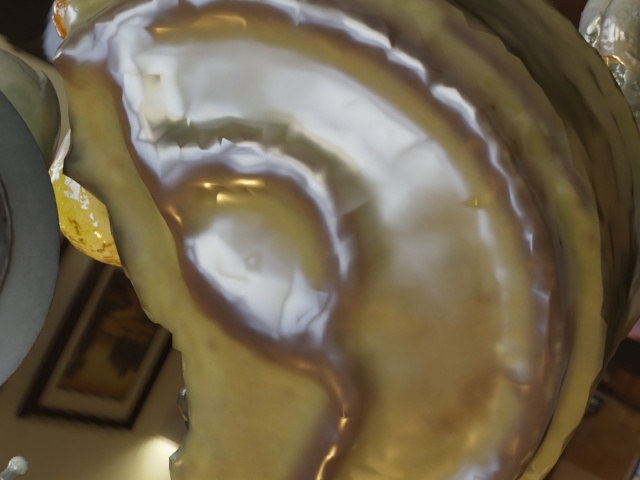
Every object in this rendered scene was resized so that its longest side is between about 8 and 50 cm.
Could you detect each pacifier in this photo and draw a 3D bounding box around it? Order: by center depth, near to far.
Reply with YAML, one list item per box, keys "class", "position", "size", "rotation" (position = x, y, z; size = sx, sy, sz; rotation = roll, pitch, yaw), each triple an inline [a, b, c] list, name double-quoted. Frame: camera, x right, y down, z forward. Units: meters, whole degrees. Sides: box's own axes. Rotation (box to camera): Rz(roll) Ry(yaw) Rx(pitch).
- class: "pacifier"
  position: [-0.436, 0.325, 1.853]
  size: [0.099, 0.078, 0.081]
  rotation: [28, 142, 31]

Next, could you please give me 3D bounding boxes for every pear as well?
- class: "pear"
  position: [-0.182, -0.062, 1.289]
  size: [0.178, 0.178, 0.178]
  rotation: [26, 179, 1]

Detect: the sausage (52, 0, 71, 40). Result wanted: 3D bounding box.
- class: "sausage"
  position: [-0.214, -0.280, 1.476]
  size: [0.076, 0.103, 0.302]
  rotation: [14, -143, 7]

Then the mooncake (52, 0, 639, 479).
- class: "mooncake"
  position: [0.000, 0.000, 0.850]
  size: [0.394, 0.393, 0.246]
  rotation: [43, -148, 4]

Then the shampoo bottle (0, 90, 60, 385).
- class: "shampoo bottle"
  position: [-0.321, 0.006, 0.823]
  size: [0.266, 0.273, 0.273]
  rotation: [-12, 153, 40]

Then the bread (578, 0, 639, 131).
- class: "bread"
  position: [0.362, -0.116, 1.498]
  size: [0.102, 0.183, 0.337]
  rotation: [5, 136, 44]

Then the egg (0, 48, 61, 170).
- class: "egg"
  position: [-0.476, -0.118, 1.641]
  size: [0.336, 0.278, 0.278]
  rotation: [-28, -142, -37]
